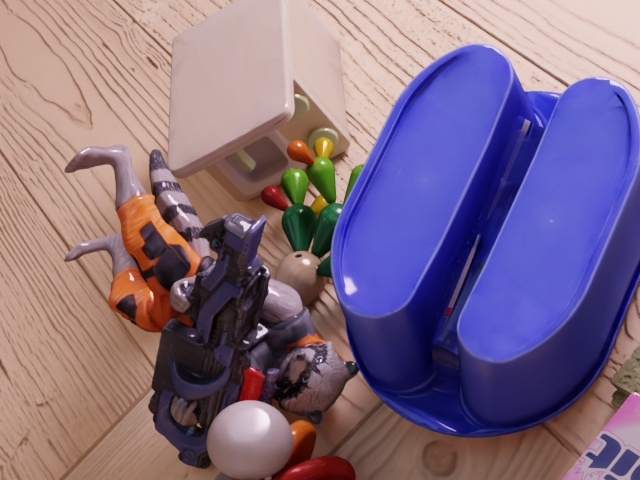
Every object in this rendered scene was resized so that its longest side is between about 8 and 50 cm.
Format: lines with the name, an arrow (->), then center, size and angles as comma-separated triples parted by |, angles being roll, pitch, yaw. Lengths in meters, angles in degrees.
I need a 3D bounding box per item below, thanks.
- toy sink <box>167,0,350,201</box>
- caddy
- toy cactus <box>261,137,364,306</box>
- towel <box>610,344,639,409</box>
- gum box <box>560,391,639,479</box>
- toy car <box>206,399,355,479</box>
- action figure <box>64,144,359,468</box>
toy sink -> -0.064, -0.142, 1.612 | 0.153, 0.131, 0.234 | -27, 40, 21
caddy -> 0.154, 0.000, 1.293 | 0.241, 0.179, 0.341 | 20, 71, 21
toy cactus -> 0.000, 0.000, 1.485 | 0.219, 0.112, 0.180 | 35, 94, 40
towel -> 0.309, 0.094, 1.199 | 0.148, 0.027, 0.110 | -51, 41, -3
gum box -> 0.242, 0.194, 0.932 | 0.188, 0.062, 0.107 | 33, 74, 33
toy car -> -0.033, 0.237, 1.305 | 0.136, 0.159, 0.182 | 2, 52, -2
action figure -> -0.095, 0.034, 1.403 | 0.330, 0.341, 0.178 | 42, 49, 14
